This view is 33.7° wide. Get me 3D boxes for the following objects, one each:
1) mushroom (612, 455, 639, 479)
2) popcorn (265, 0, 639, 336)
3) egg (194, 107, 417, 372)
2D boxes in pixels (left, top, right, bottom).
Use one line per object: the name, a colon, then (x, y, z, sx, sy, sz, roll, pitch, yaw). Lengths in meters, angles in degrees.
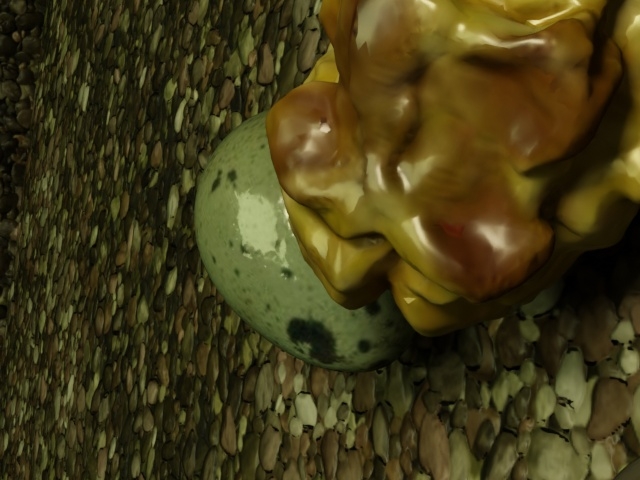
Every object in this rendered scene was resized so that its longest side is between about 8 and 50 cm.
mushroom: (0.181, 0.174, 0.484, 0.141, 0.117, 0.188, -52, 33, 25)
popcorn: (0.089, -0.073, 0.626, 0.332, 0.225, 0.264, -119, 53, -81)
egg: (0.000, 0.000, 0.802, 0.177, 0.177, 0.228, -56, 49, 40)
